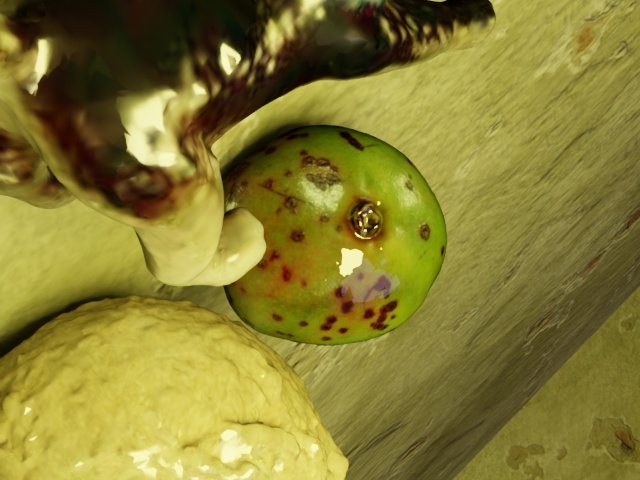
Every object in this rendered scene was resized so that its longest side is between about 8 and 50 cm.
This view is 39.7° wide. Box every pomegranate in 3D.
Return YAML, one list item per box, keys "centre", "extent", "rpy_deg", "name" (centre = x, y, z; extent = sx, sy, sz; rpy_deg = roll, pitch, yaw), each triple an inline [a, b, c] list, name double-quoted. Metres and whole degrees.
- centre: [0.000, 0.000, 0.773]
  extent: [0.202, 0.202, 0.248]
  rpy_deg: [-38, -179, -20]
  name: "pomegranate"

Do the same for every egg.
- centre: [-0.130, 0.173, 0.701]
  extent: [0.310, 0.279, 0.279]
  rpy_deg: [9, 123, -36]
  name: "egg"

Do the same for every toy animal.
- centre: [-0.043, -0.146, 0.459]
  extent: [0.344, 0.194, 0.303]
  rpy_deg: [-47, 161, -13]
  name: "toy animal"
